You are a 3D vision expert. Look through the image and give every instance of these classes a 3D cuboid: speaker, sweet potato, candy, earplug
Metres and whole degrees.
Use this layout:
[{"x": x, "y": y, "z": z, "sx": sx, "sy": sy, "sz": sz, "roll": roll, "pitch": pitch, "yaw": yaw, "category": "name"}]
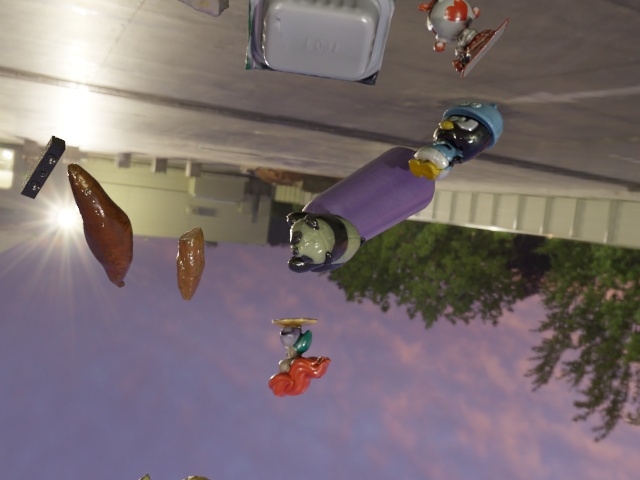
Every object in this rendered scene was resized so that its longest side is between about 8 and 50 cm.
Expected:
[{"x": -0.759, "y": -0.200, "z": 1.642, "sx": 0.040, "sy": 0.191, "sz": 0.046, "roll": 24, "pitch": -151, "yaw": -37, "category": "speaker"}, {"x": -0.510, "y": -0.025, "z": 1.442, "sx": 0.112, "sy": 0.359, "sz": 0.112, "roll": -1, "pitch": -144, "yaw": 0, "category": "sweet potato"}, {"x": -0.336, "y": -0.702, "z": 1.585, "sx": 0.195, "sy": 0.137, "sz": 0.185, "roll": 11, "pitch": -143, "yaw": -46, "category": "candy"}, {"x": -0.432, "y": 0.078, "z": 1.975, "sx": 0.097, "sy": 0.252, "sz": 0.097, "roll": 10, "pitch": -167, "yaw": -2, "category": "sweet potato"}, {"x": 0.120, "y": -0.099, "z": 1.709, "sx": 0.215, "sy": 0.215, "sz": 0.456, "roll": 10, "pitch": -149, "yaw": 42, "category": "earplug"}]

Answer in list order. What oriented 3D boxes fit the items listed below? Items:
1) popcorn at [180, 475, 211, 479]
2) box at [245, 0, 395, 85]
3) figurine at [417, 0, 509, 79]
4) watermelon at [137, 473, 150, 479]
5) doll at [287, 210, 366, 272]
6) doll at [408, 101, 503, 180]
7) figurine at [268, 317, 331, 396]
[{"x": -0.302, "y": 0.670, "z": 1.478, "sx": 0.170, "sy": 0.180, "sz": 0.180, "roll": 12, "pitch": 180, "yaw": -38, "category": "popcorn"}, {"x": -0.007, "y": -0.475, "z": 1.395, "sx": 0.336, "sy": 0.264, "sz": 0.106, "roll": 7, "pitch": -135, "yaw": -3, "category": "box"}, {"x": 0.381, "y": -0.609, "z": 1.699, "sx": 0.226, "sy": 0.183, "sz": 0.160, "roll": 42, "pitch": -169, "yaw": 4, "category": "figurine"}, {"x": -0.550, "y": 0.770, "z": 1.565, "sx": 0.303, "sy": 0.159, "sz": 0.128, "roll": -31, "pitch": 171, "yaw": -32, "category": "watermelon"}, {"x": 0.001, "y": -0.001, "z": 1.382, "sx": 0.135, "sy": 0.143, "sz": 0.234, "roll": -9, "pitch": 173, "yaw": 30, "category": "doll"}, {"x": 0.370, "y": -0.277, "z": 1.604, "sx": 0.314, "sy": 0.141, "sz": 0.177, "roll": -41, "pitch": -143, "yaw": -22, "category": "doll"}, {"x": -0.072, "y": 0.392, "z": 2.016, "sx": 0.208, "sy": 0.257, "sz": 0.181, "roll": 0, "pitch": 169, "yaw": -14, "category": "figurine"}]
